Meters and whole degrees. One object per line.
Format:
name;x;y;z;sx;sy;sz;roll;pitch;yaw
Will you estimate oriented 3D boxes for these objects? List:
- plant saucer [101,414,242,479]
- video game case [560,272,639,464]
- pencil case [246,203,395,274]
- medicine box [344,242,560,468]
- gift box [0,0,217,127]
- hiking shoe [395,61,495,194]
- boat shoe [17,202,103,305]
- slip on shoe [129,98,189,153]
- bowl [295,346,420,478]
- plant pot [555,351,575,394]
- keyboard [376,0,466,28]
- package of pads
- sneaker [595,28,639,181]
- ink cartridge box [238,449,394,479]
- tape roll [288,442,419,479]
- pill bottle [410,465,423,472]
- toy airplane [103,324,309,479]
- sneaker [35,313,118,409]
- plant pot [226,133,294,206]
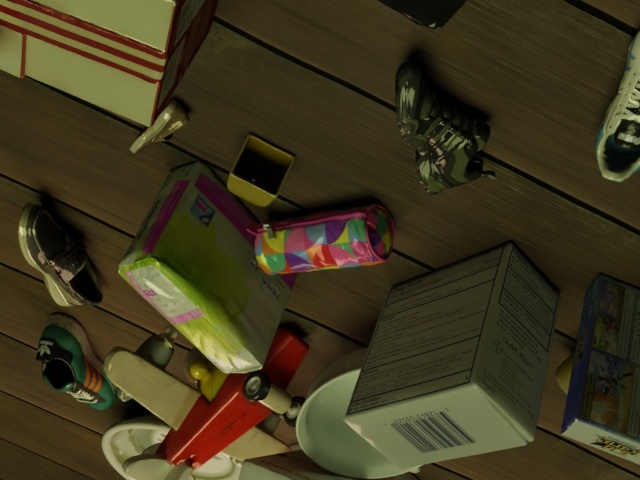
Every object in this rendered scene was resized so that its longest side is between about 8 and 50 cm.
plant saucer;-0.310;0.506;2.323;0.401;0.100;0.400;13;140;11
video game case;0.499;0.207;1.472;0.244;0.269;0.061;21;143;1
pencil case;0.000;0.000;1.597;0.236;0.104;0.104;-7;133;29
medicine box;0.212;0.183;1.558;0.263;0.289;0.149;-24;121;42
gift box;-0.276;-0.320;1.216;0.258;0.276;0.255;24;136;-1
hiking shoe;0.172;-0.162;1.357;0.114;0.086;0.227;-11;138;16
boat shoe;-0.480;0.031;1.852;0.092;0.102;0.285;5;143;12
slip on shoe;-0.253;-0.170;1.551;0.041;0.051;0.135;39;130;-17
bowl;0.099;0.294;1.828;0.298;0.134;0.297;-3;126;-4
plant pot;0.469;0.214;1.623;0.134;0.134;0.095;24;116;-3
keyboard;0.138;-0.386;1.137;0.202;0.033;0.317;26;141;-16
package of pads;-0.175;0.053;1.631;0.101;0.229;0.296;-15;129;37
sneaker;0.402;-0.168;1.228;0.085;0.086;0.237;15;140;10
ink cartridge box;-0.011;0.487;1.892;0.197;0.114;0.273;14;-179;30
tape roll;0.065;0.597;2.283;0.392;0.072;0.392;13;141;11
pill bottle;0.100;0.387;1.981;0.221;0.121;0.121;7;139;17
toy airplane;-0.224;0.327;1.943;0.385;0.272;0.386;-6;129;-16
sneaker;-0.543;0.298;2.167;0.108;0.121;0.302;3;138;22
plant pot;-0.101;-0.099;1.543;0.082;0.081;0.083;27;151;-8
